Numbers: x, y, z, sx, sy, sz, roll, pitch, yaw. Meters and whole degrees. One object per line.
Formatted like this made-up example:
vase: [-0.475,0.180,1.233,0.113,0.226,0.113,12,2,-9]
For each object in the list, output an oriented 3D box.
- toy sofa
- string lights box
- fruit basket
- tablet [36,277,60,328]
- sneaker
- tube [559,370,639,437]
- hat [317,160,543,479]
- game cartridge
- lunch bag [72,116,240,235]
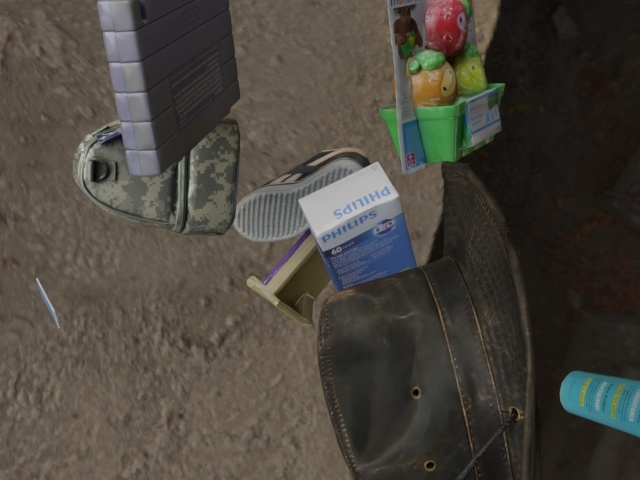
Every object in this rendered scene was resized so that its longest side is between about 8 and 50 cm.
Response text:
toy sofa: [0.000,0.000,1.860,0.362,0.177,0.150,-50,138,0]
string lights box: [0.067,0.008,1.269,0.133,0.077,0.260,-25,145,-2]
fruit basket: [0.223,-0.322,1.468,0.327,0.165,0.353,-28,122,-51]
tablet: [-0.467,0.108,1.416,0.006,0.083,0.054,-24,144,-23]
sneaker: [-0.031,-0.096,1.721,0.321,0.127,0.126,-20,111,26]
tube: [0.357,0.186,0.905,0.052,0.207,0.080,20,81,-28]
hat: [0.067,0.112,0.603,0.133,0.331,0.331,-7,108,3]
game cartridge: [-0.198,-0.250,1.151,0.068,0.355,0.230,5,116,11]
lunch bag: [-0.292,-0.120,1.418,0.255,0.305,0.213,0,95,-20]
